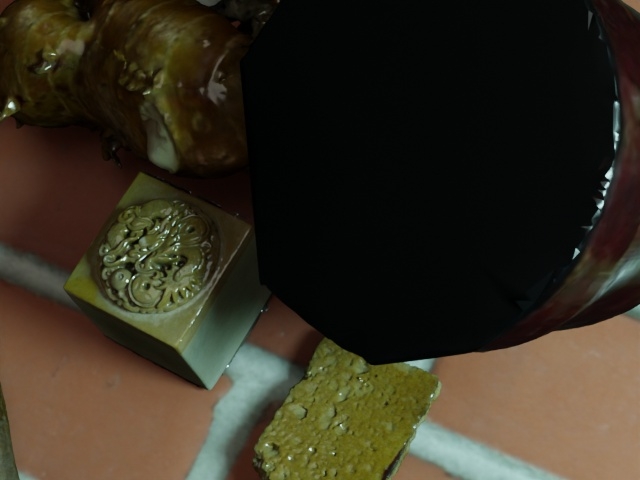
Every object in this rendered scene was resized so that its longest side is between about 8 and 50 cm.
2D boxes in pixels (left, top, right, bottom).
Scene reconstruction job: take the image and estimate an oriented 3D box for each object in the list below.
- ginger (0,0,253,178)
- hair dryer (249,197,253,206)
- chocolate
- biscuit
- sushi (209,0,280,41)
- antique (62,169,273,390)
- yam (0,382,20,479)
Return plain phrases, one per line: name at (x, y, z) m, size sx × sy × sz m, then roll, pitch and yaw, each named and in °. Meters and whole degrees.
ginger at (-0.206, -0.165, 1.427) m, size 0.254 × 0.176 × 0.418 m, roll -36°, pitch 45°, yaw -16°
hair dryer at (0.000, 0.000, 1.396) m, size 0.198 × 0.057 × 0.100 m, roll 36°, pitch 73°, yaw 30°
chocolate at (0.168, -0.078, 1.241) m, size 0.384 × 0.331 × 0.383 m, roll -2°, pitch 86°, yaw 33°
biscuit at (0.007, 0.199, 1.283) m, size 0.131 × 0.026 × 0.237 m, roll 19°, pitch 59°, yaw 23°
sushi at (0.015, -0.273, 1.458) m, size 0.239 × 0.218 × 0.225 m, roll -6°, pitch 28°, yaw 45°
antique at (-0.141, 0.035, 1.349) m, size 0.147 × 0.148 × 0.152 m, roll 24°, pitch 73°, yaw 23°
yam at (-0.338, 0.158, 1.380) m, size 0.046 × 0.046 × 0.264 m, roll -20°, pitch 61°, yaw 0°
